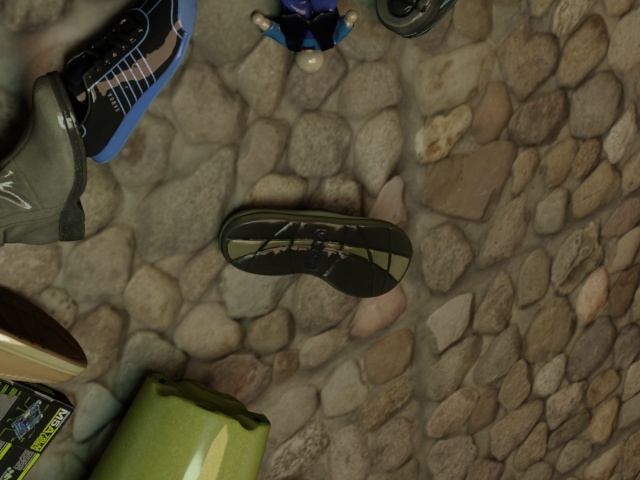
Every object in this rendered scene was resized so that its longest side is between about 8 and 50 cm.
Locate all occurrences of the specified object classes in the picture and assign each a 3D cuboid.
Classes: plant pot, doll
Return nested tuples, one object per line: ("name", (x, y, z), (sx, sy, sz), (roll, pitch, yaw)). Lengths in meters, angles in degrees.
("plant pot", (-0.193, 0.325, 1.457), (0.276, 0.276, 0.253), (23, 89, -45))
("doll", (-0.019, -0.271, 1.317), (0.129, 0.046, 0.189), (-5, 151, 1))

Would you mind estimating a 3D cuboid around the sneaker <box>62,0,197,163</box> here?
("sneaker", (-0.224, -0.193, 1.202), (0.090, 0.081, 0.232), (19, 105, -52))

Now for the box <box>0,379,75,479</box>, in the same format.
("box", (-0.428, 0.244, 1.342), (0.190, 0.045, 0.184), (-53, 139, 0))

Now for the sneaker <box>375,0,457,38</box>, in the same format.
("sneaker", (0.161, -0.381, 1.409), (0.267, 0.101, 0.106), (-57, 158, 4))

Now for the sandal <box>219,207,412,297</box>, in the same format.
("sandal", (-0.001, -0.002, 1.515), (0.303, 0.086, 0.120), (13, 114, -28))

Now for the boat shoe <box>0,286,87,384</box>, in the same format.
("boat shoe", (-0.423, 0.104, 1.211), (0.341, 0.121, 0.110), (26, 103, -35))

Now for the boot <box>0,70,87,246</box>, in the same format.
("boot", (-0.331, -0.063, 1.141), (0.161, 0.083, 0.246), (-12, 145, -21))
